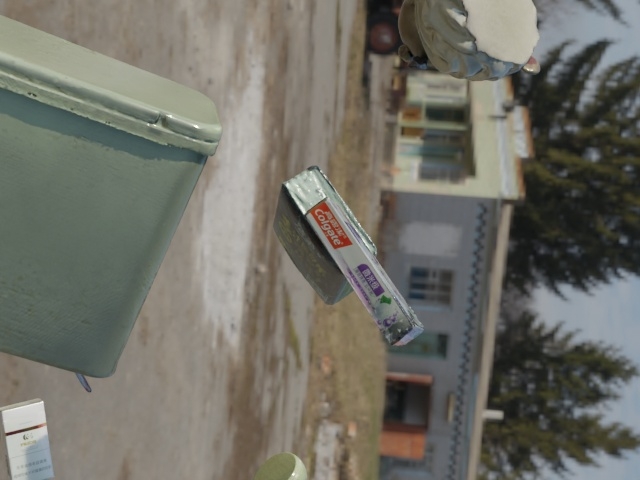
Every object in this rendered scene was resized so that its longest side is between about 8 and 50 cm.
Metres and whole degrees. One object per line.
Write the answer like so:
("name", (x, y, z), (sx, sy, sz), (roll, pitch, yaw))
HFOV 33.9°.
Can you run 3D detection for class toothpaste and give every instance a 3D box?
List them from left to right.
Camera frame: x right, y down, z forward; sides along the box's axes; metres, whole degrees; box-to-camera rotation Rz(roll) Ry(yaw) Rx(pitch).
("toothpaste", (0.052, 0.037, 1.248), (0.196, 0.040, 0.047), (56, 10, 19))

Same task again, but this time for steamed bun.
("steamed bun", (0.184, -0.280, 1.309), (0.182, 0.106, 0.183), (6, 80, -40))

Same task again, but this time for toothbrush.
("toothbrush", (-0.399, 0.148, 1.600), (0.193, 0.019, 0.013), (59, 14, 4))

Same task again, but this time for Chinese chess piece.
("Chinese chess piece", (-0.060, 0.351, 1.544), (0.034, 0.084, 0.084), (56, 24, -27))

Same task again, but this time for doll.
("doll", (0.240, -0.355, 1.739), (0.330, 0.235, 0.174), (-12, 149, -52))

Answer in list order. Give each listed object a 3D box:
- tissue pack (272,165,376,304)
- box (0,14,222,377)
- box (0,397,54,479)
("tissue pack", (0.000, 0.000, 1.777), (0.185, 0.081, 0.257), (54, -14, 9))
("box", (-0.341, -0.054, 1.224), (0.344, 0.351, 0.177), (-66, -161, 15))
("box", (-0.565, 0.389, 2.014), (0.040, 0.084, 0.154), (3, -78, 59))
